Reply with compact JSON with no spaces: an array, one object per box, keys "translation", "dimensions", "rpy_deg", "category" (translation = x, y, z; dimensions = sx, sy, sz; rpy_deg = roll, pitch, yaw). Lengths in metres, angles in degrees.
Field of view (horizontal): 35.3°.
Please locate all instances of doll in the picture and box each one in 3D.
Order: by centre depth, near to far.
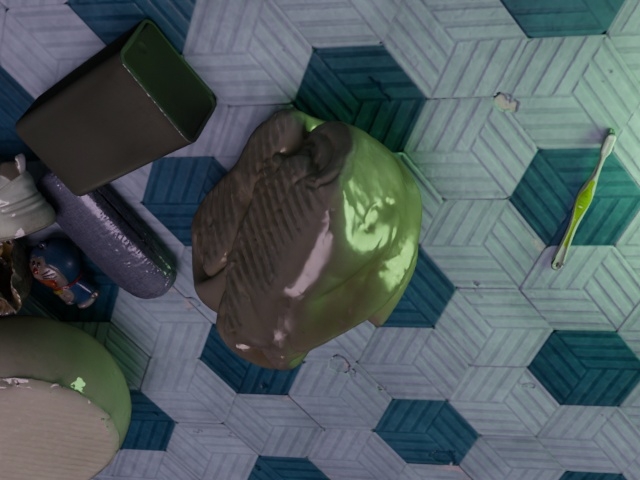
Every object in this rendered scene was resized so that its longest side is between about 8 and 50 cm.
[{"translation":[-0.438,0.052,1.708],"dimensions":[0.114,0.085,0.152],"rpy_deg":[11,143,29],"category":"doll"}]

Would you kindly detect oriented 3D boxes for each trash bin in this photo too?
[{"translation":[-0.303,-0.185,1.464],"dimensions":[0.240,0.122,0.164],"rpy_deg":[-23,119,30],"category":"trash bin"}]

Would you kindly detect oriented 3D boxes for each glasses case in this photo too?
[{"translation":[-0.348,-0.010,1.644],"dimensions":[0.109,0.067,0.282],"rpy_deg":[-21,121,35],"category":"glasses case"}]

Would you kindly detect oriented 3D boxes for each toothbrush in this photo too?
[{"translation":[0.380,-0.051,1.464],"dimensions":[0.022,0.026,0.263],"rpy_deg":[18,130,7],"category":"toothbrush"}]

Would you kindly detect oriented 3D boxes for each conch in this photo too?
[{"translation":[-0.552,0.061,1.702],"dimensions":[0.130,0.207,0.155],"rpy_deg":[-9,109,-26],"category":"conch"}]

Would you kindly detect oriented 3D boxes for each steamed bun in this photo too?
[{"translation":[0.000,0.000,1.428],"dimensions":[0.255,0.342,0.368],"rpy_deg":[15,128,-31],"category":"steamed bun"},{"translation":[-0.525,0.277,1.796],"dimensions":[0.374,0.241,0.374],"rpy_deg":[-4,131,-4],"category":"steamed bun"}]

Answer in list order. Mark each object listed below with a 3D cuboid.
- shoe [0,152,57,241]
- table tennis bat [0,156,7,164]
[{"translation":[-0.573,-0.076,1.586],"dimensions":[0.316,0.124,0.159],"rpy_deg":[-3,108,15],"category":"shoe"},{"translation":[-0.601,-0.074,1.678],"dimensions":[0.244,0.040,0.153],"rpy_deg":[-17,121,20],"category":"table tennis bat"}]
